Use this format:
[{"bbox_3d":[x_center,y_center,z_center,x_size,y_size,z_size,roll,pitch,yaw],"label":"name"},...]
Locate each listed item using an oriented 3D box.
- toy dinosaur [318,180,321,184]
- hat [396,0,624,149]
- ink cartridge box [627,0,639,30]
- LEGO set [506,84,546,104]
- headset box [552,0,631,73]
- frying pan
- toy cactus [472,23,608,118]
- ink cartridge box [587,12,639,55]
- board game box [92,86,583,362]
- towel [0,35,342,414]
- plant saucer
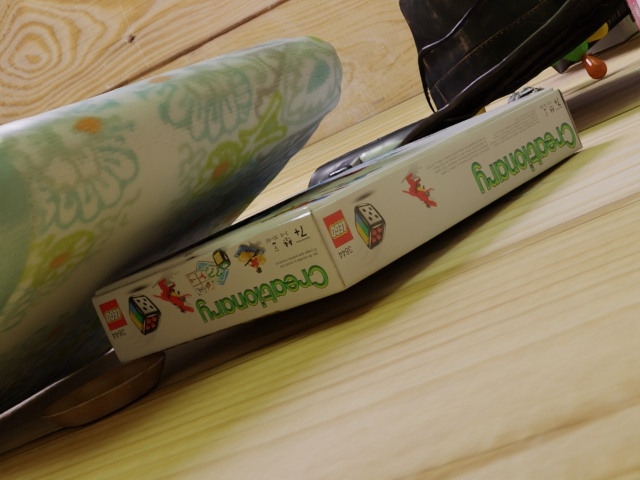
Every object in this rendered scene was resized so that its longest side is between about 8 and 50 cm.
[{"bbox_3d":[0.000,0.000,1.063,0.082,0.047,0.090,-10,47,37],"label":"toy dinosaur"},{"bbox_3d":[0.147,-0.198,1.186,0.331,0.134,0.331,-40,-5,-4],"label":"hat"},{"bbox_3d":[0.386,-0.306,1.411,0.092,0.158,0.218,-25,6,1],"label":"ink cartridge box"},{"bbox_3d":[0.215,-0.158,1.492,0.083,0.023,0.054,-27,6,-8],"label":"LEGO set"},{"bbox_3d":[0.325,-0.360,1.628,0.293,0.110,0.218,-41,-33,2],"label":"headset box"},{"bbox_3d":[0.025,-0.063,1.395,0.326,0.053,0.197,-27,4,-41],"label":"frying pan"},{"bbox_3d":[0.198,-0.199,1.369,0.219,0.112,0.180,-37,-30,30],"label":"toy cactus"},{"bbox_3d":[0.380,-0.296,1.809,0.109,0.063,0.150,-22,8,34],"label":"ink cartridge box"},{"bbox_3d":[0.021,-0.016,0.869,0.193,0.053,0.305,-20,5,40],"label":"board game box"},{"bbox_3d":[-0.183,0.018,0.879,0.374,0.090,0.320,-44,-7,40],"label":"towel"},{"bbox_3d":[-0.129,0.093,0.801,0.083,0.015,0.083,-25,6,3],"label":"plant saucer"}]
